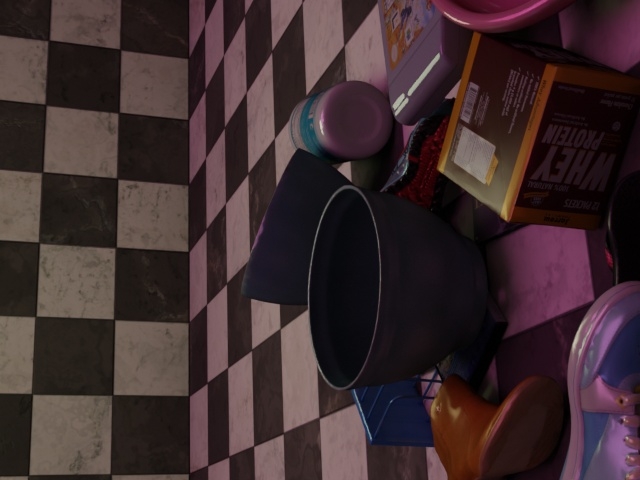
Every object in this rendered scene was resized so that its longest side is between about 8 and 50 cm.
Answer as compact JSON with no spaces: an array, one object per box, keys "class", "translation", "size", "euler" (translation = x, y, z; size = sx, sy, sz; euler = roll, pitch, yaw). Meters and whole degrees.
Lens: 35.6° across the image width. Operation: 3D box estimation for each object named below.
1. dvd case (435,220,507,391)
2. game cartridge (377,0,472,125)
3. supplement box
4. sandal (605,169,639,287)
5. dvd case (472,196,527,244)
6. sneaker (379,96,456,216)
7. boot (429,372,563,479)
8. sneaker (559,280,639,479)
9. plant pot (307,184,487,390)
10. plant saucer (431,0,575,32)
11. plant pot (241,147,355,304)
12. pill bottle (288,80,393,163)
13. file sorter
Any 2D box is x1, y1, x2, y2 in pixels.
[{"class":"dvd case","translation":[0.204,0.114,1.536],"size":[0.253,0.022,0.180],"euler":[-112,31,-50]},{"class":"game cartridge","translation":[0.147,-0.342,1.442],"size":[0.198,0.062,0.297],"euler":[123,145,-61]},{"class":"supplement box","translation":[0.264,-0.138,1.229],"size":[0.194,0.129,0.191],"euler":[-131,50,-59]},{"class":"sandal","translation":[0.343,0.011,1.104],"size":[0.040,0.067,0.179],"euler":[-169,81,-82]},{"class":"dvd case","translation":[0.259,-0.118,1.430],"size":[0.164,0.018,0.221],"euler":[147,125,-66]},{"class":"sneaker","translation":[0.171,-0.116,1.594],"size":[0.261,0.104,0.125],"euler":[-61,3,40]},{"class":"boot","translation":[0.218,0.242,1.349],"size":[0.211,0.104,0.295],"euler":[-115,30,-53]},{"class":"sneaker","translation":[0.339,0.214,0.988],"size":[0.208,0.127,0.318],"euler":[-132,40,-67]},{"class":"plant pot","translation":[0.119,0.073,1.453],"size":[0.293,0.196,0.292],"euler":[-176,90,-70]},{"class":"plant saucer","translation":[0.268,-0.409,1.235],"size":[0.332,0.084,0.332],"euler":[-19,63,45]},{"class":"plant pot","translation":[0.000,0.000,1.820],"size":[0.290,0.196,0.290],"euler":[21,-90,-87]},{"class":"pill bottle","translation":[0.027,-0.220,1.920],"size":[0.264,0.146,0.146],"euler":[-178,92,-71]},{"class":"file sorter","translation":[0.126,0.231,1.593],"size":[0.170,0.118,0.104],"euler":[-111,34,-50]}]
